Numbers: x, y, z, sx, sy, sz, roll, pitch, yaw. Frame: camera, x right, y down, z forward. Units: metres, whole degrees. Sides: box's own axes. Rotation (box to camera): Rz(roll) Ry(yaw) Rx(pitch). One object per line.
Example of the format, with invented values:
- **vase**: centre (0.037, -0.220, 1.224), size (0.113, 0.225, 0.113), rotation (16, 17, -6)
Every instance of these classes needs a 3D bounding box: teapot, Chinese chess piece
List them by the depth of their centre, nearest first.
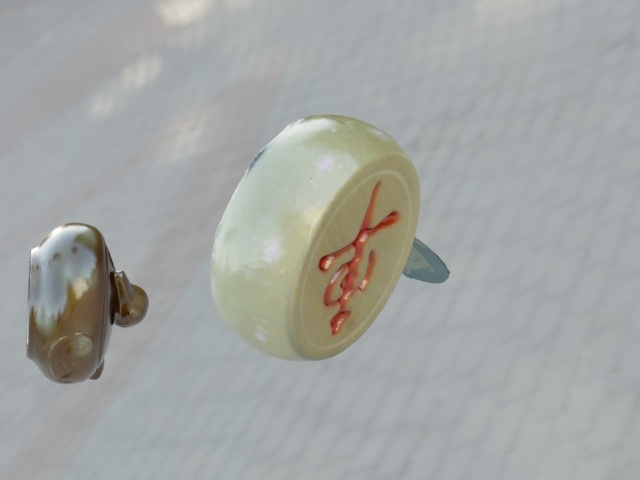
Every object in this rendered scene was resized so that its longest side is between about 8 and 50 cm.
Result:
- **teapot**: centre (-0.153, 0.045, 1.207), size (0.129, 0.078, 0.098), rotation (104, 164, -50)
- **Chinese chess piece**: centre (0.000, 0.000, 1.803), size (0.097, 0.251, 0.251), rotation (26, 55, 27)

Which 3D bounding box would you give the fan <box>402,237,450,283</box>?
- **fan**: centre (0.067, -0.005, 1.993), size (0.005, 0.175, 0.113), rotation (-58, 21, -21)
